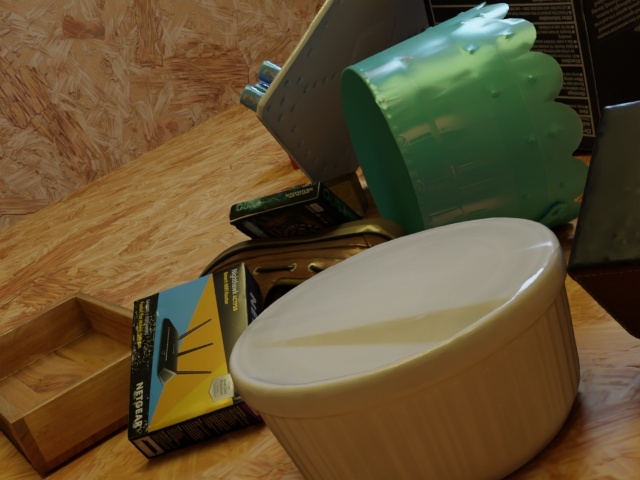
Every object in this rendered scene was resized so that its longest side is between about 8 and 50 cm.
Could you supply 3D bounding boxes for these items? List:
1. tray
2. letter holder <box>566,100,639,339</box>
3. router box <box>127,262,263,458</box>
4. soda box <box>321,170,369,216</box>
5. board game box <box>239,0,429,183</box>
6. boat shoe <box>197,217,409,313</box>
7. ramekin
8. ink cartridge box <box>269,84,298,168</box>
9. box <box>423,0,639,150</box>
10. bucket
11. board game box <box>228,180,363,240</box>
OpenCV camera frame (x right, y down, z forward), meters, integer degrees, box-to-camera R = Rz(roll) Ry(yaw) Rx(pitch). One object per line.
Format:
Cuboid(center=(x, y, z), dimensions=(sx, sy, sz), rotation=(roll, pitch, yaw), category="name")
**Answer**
Cuboid(center=(-0.318, 0.160, 1.258), dimensions=(0.203, 0.076, 0.411), rotation=(-30, 15, -24), category="tray")
Cuboid(center=(0.368, -0.001, 0.708), dimensions=(0.302, 0.214, 0.152), rotation=(-8, 53, 43), category="letter holder")
Cuboid(center=(-0.124, 0.118, 1.022), dimensions=(0.133, 0.046, 0.179), rotation=(-20, 44, 11), category="router box")
Cuboid(center=(-0.021, -0.045, 1.551), dimensions=(0.181, 0.061, 0.058), rotation=(-19, 15, 16), category="soda box")
Cuboid(center=(0.056, -0.283, 1.521), dimensions=(0.390, 0.050, 0.390), rotation=(-58, -22, -6), category="board game box")
Cuboid(center=(-0.044, 0.061, 1.123), dimensions=(0.307, 0.111, 0.104), rotation=(-22, 29, 35), category="boat shoe")
Cuboid(center=(0.075, 0.096, 0.791), dimensions=(0.273, 0.127, 0.273), rotation=(-21, 15, 6), category="ramekin")
Cuboid(center=(-0.018, -0.261, 2.078), dimensions=(0.127, 0.176, 0.128), rotation=(-18, 16, 21), category="ink cartridge box")
Cuboid(center=(0.313, -0.302, 1.421), dimensions=(0.182, 0.294, 0.296), rotation=(-29, 26, -29), category="box")
Cuboid(center=(0.150, -0.109, 1.123), dimensions=(0.183, 0.281, 0.281), rotation=(-21, 15, -6), category="bucket")
Cuboid(center=(0.000, 0.000, 1.167), dimensions=(0.126, 0.186, 0.026), rotation=(-13, 55, 33), category="board game box")
